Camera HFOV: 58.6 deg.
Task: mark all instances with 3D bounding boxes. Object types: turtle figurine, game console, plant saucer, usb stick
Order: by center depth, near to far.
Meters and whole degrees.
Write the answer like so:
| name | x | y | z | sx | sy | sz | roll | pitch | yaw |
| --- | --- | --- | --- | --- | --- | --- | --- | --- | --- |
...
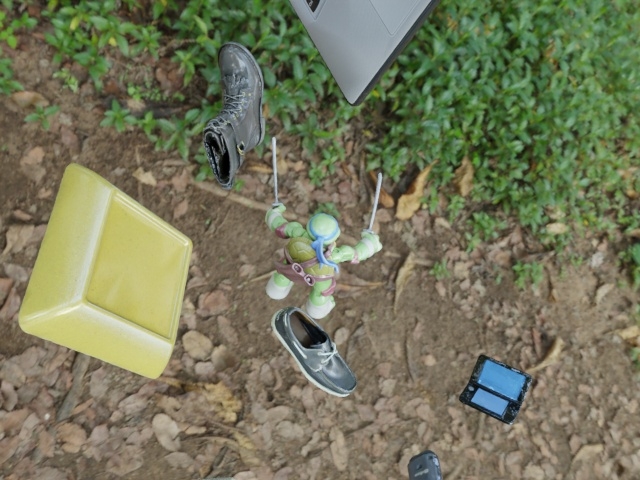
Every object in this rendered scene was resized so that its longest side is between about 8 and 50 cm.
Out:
| name | x | y | z | sx | sy | sz | roll | pitch | yaw |
| --- | --- | --- | --- | --- | --- | --- | --- | --- | --- |
| turtle figurine | 0.000 | 0.000 | 1.050 | 0.198 | 0.266 | 0.274 | 0 | 51 | -18 |
| usb stick | 0.211 | 0.528 | 1.070 | 0.045 | 0.077 | 0.278 | 35 | 28 | -22 |
| plant saucer | -0.366 | 0.060 | 1.091 | 0.333 | 0.081 | 0.332 | 42 | 43 | -49 |
| game console | 0.381 | 0.323 | 1.244 | 0.122 | 0.071 | 0.107 | 21 | 31 | 27 |

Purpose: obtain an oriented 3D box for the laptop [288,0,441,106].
| name | x | y | z | sx | sy | sz | roll | pitch | yaw |
| --- | --- | --- | --- | --- | --- | --- | --- | --- | --- |
| laptop | -0.073 | -0.354 | 0.484 | 0.236 | 0.382 | 0.407 | -25 | 81 | -27 |

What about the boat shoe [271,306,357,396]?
| name | x | y | z | sx | sy | sz | roll | pitch | yaw |
| --- | --- | --- | --- | --- | --- | --- | --- | --- | --- |
| boat shoe | -0.004 | 0.232 | 1.181 | 0.233 | 0.079 | 0.084 | 49 | 52 | -6 |

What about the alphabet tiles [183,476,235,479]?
| name | x | y | z | sx | sy | sz | roll | pitch | yaw |
| --- | --- | --- | --- | --- | --- | --- | --- | --- | --- |
| alphabet tiles | -0.090 | 0.296 | 0.448 | 0.009 | 0.198 | 0.237 | -30 | 98 | -56 |

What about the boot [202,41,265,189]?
| name | x | y | z | sx | sy | sz | roll | pitch | yaw |
| --- | --- | --- | --- | --- | --- | --- | --- | --- | --- |
| boot | -0.187 | -0.264 | 1.193 | 0.229 | 0.091 | 0.262 | -67 | 150 | -58 |
